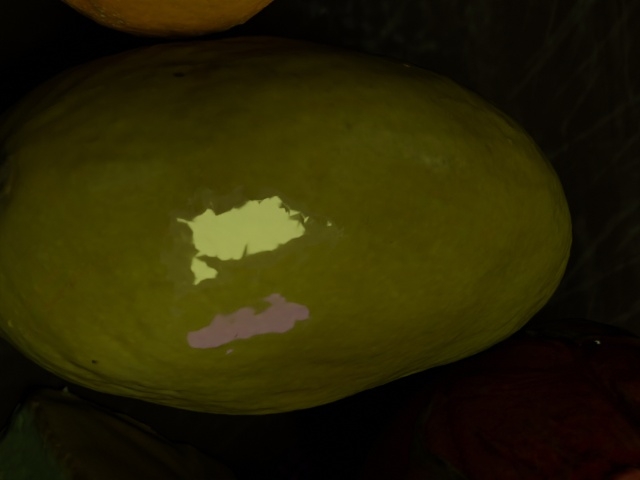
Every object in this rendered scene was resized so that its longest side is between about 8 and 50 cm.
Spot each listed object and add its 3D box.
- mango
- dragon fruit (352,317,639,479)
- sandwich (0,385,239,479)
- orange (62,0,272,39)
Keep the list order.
[{"bbox_3d":[0.003,-0.003,0.458,0.331,0.142,0.195,-1,156,-39],"label":"mango"},{"bbox_3d":[0.137,0.187,0.569,0.277,0.277,0.342,-33,161,-14],"label":"dragon fruit"},{"bbox_3d":[-0.072,0.216,0.509,0.227,0.198,0.155,35,93,-40],"label":"sandwich"},{"bbox_3d":[-0.056,-0.141,0.377,0.135,0.117,0.136,-21,131,-25],"label":"orange"}]
